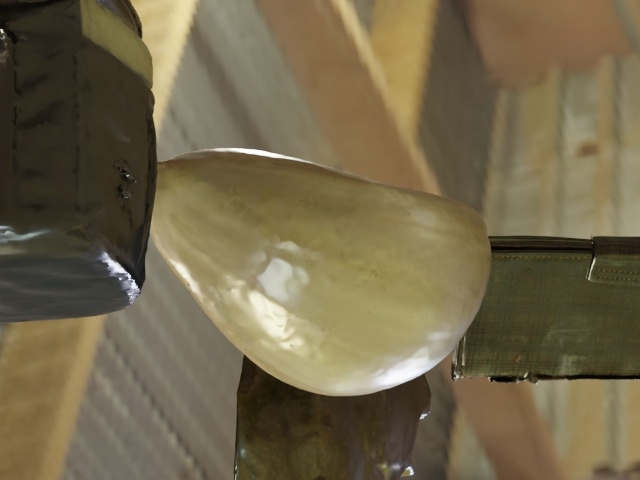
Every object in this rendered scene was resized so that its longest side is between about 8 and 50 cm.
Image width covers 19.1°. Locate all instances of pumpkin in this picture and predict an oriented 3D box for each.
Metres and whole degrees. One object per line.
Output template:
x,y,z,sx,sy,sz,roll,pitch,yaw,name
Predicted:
0.011,0.114,1.327,0.149,0.131,0.253,75,-161,-76,pumpkin

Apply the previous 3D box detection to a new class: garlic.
0.001,0.007,1.167,0.245,0.145,0.164,17,-151,-36,garlic

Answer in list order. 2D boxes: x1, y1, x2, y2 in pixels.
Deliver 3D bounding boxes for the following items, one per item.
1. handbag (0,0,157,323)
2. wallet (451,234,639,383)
-0.210,-0.052,0.985,0.181,0.255,0.181,61,-155,-71,handbag
0.293,0.069,1.897,0.044,0.317,0.169,-99,11,-56,wallet
